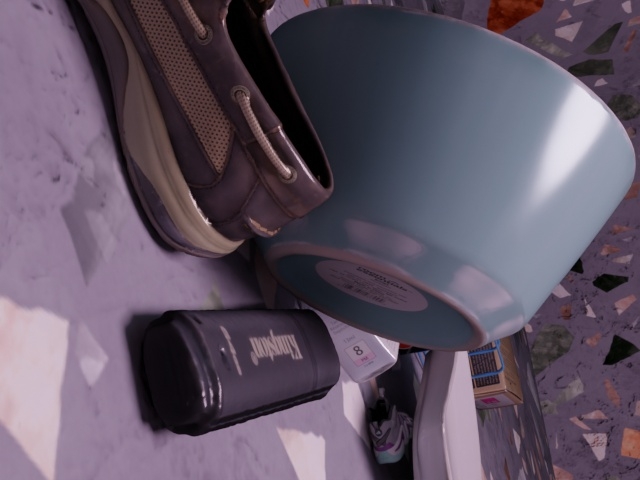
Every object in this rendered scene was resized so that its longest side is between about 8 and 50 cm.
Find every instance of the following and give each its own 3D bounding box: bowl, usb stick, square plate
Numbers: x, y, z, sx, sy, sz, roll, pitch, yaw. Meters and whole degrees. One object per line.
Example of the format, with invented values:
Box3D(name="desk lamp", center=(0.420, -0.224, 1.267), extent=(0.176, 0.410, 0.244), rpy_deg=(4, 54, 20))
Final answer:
Box3D(name="bowl", center=(0.069, -0.021, 0.744), extent=(0.163, 0.312, 0.311), rpy_deg=(-69, 152, -18))
Box3D(name="usb stick", center=(-0.044, 0.084, 0.666), extent=(0.278, 0.045, 0.077), rpy_deg=(13, 62, -73))
Box3D(name="square plate", center=(0.154, 0.284, 1.109), extent=(0.347, 0.049, 0.344), rpy_deg=(-60, 143, -69))

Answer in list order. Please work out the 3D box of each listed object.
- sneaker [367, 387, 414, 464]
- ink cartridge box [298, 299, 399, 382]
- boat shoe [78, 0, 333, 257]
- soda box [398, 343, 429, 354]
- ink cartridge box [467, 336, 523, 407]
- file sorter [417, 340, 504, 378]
Box3D(name="sneaker", center=(0.073, 0.185, 1.008), extent=(0.098, 0.038, 0.069), rpy_deg=(-52, 127, -72))
Box3D(name="ink cartridge box", center=(0.000, 0.000, 0.938), extent=(0.232, 0.066, 0.189), rpy_deg=(50, 22, -12))
Box3D(name="boat shoe", center=(-0.081, -0.168, 0.605), extent=(0.132, 0.130, 0.355), rpy_deg=(-63, 136, -68))
Box3D(name="soda box", center=(0.102, 0.068, 1.181), extent=(0.169, 0.060, 0.053), rpy_deg=(-81, 156, -55))
Box3D(name="ink cartridge box", center=(0.280, 0.186, 1.659), extent=(0.235, 0.088, 0.193), rpy_deg=(40, 40, -66))
Box3D(name="file sorter", center=(0.193, 0.106, 1.374), extent=(0.104, 0.118, 0.170), rpy_deg=(66, 17, -45))
